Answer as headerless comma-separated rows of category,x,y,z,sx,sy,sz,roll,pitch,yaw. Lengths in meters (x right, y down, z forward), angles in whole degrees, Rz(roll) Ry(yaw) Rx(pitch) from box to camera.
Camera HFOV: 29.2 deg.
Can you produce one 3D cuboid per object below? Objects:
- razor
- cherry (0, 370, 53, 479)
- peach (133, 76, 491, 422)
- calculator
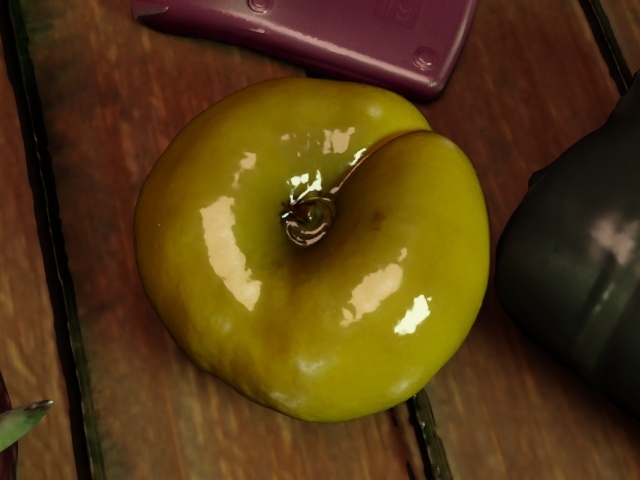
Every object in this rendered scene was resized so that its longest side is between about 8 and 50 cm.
razor,0.263,0.050,0.580,0.349,0.113,0.204,36,67,15
cherry,-0.238,0.116,0.478,0.296,0.218,0.255,-13,52,2
peach,0.000,0.000,0.604,0.179,0.103,0.179,0,63,-1
calculator,-0.002,-0.157,0.716,0.190,0.034,0.126,16,64,5
